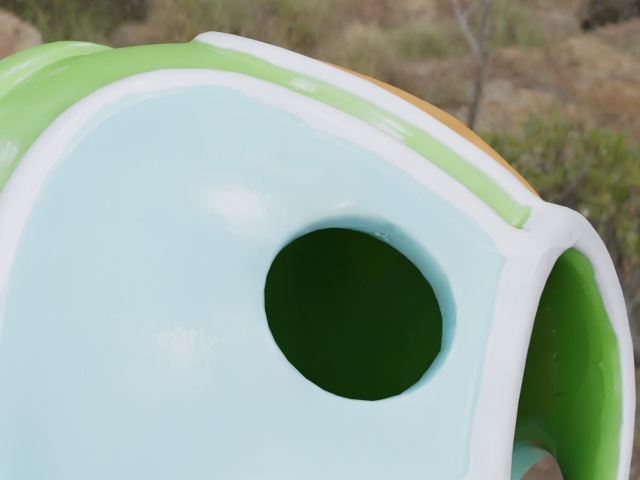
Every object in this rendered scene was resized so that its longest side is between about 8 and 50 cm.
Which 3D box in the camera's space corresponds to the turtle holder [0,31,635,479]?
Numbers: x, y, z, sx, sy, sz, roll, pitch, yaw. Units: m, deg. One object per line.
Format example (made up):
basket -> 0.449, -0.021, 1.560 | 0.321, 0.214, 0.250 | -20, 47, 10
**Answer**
turtle holder -> -0.039, 0.080, 0.518 | 0.227, 0.243, 0.320 | 1, 36, 26
